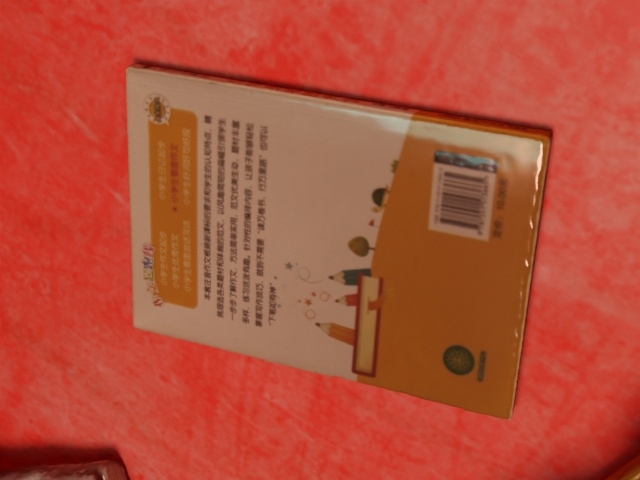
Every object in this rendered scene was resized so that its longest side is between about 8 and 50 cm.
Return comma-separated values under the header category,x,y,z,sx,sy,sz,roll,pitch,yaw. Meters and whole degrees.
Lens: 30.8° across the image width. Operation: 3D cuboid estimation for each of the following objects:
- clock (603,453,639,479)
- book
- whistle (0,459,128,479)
category,x,y,z,sx,sy,sz,roll,pitch,yaw
clock,0.239,0.244,0.715,0.244,0.200,0.317,39,114,-2
book,0.000,0.000,0.797,0.295,0.020,0.208,12,117,18
whistle,-0.327,0.233,0.992,0.346,0.134,0.142,-10,68,16
